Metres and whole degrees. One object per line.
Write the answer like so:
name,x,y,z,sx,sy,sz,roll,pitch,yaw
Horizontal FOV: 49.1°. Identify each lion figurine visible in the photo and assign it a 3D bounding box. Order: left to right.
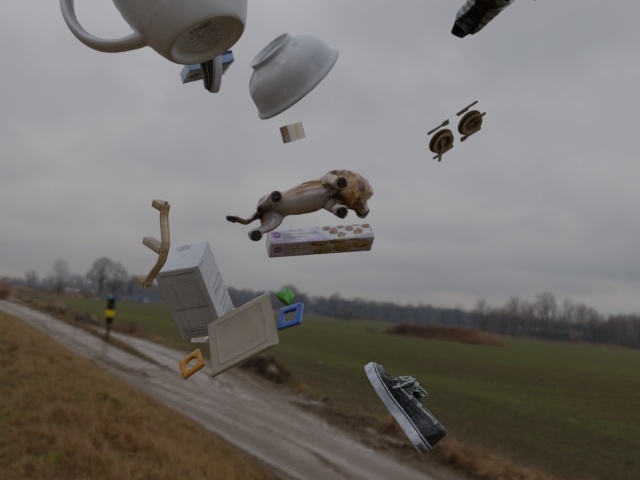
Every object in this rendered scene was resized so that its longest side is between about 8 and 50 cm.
lion figurine,-0.047,-0.099,1.798,0.392,0.142,0.240,-7,10,-6

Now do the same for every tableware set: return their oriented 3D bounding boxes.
tableware set,0.417,-0.323,2.128,0.039,0.194,0.128,52,-7,38

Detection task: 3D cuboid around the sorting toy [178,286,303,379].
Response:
sorting toy,-0.187,0.233,1.701,0.347,0.196,0.047,-28,-54,10

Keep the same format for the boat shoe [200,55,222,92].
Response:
boat shoe,-0.279,-0.460,1.647,0.076,0.228,0.080,-9,26,-23

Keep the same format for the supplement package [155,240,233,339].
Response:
supplement package,-0.360,0.145,2.011,0.139,0.244,0.134,-9,31,11

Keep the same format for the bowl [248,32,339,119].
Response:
bowl,-0.102,-0.490,1.983,0.134,0.298,0.298,48,-27,-25

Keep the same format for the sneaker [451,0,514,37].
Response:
sneaker,0.433,-0.619,1.890,0.111,0.121,0.300,37,-1,-1

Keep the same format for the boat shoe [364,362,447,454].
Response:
boat shoe,0.220,0.409,1.817,0.113,0.105,0.306,53,-1,-35

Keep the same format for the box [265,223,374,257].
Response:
box,0.000,0.000,2.101,0.324,0.063,0.067,-3,-45,-17

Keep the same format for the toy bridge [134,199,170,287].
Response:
toy bridge,-0.329,0.010,1.406,0.063,0.188,0.026,28,19,37

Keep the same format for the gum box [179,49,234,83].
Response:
gum box,-0.390,-0.592,2.399,0.157,0.041,0.184,-18,3,-19

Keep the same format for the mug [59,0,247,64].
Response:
mug,-0.336,-0.514,1.397,0.374,0.328,0.276,-26,-10,-4

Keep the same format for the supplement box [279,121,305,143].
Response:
supplement box,-0.101,-0.391,2.535,0.036,0.062,0.098,-8,11,36

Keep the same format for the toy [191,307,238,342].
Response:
toy,-0.277,0.253,2.170,0.237,0.137,0.056,-2,-47,11
